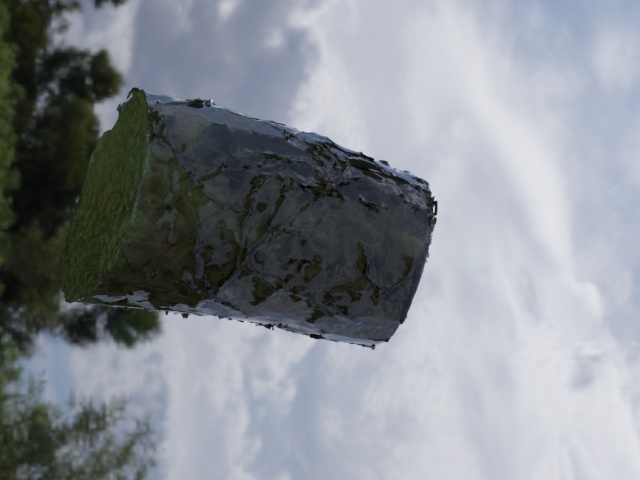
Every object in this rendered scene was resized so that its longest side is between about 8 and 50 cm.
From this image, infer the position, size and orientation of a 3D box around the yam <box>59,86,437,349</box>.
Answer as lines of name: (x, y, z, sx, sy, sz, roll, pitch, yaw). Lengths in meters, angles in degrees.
yam: (-0.071, -0.011, 1.032, 0.241, 0.348, 0.241, -168, -90, -76)
